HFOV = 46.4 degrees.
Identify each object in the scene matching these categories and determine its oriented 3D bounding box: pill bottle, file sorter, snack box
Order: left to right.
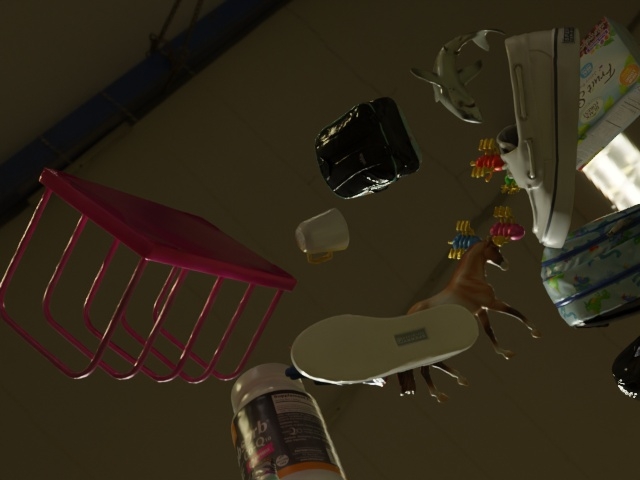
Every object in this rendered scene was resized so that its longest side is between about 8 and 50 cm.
[{"bbox_3d":[-0.214,0.063,0.936,0.290,0.202,0.182,20,-81,-59],"label":"file sorter"},{"bbox_3d":[-0.061,0.344,1.242,0.162,0.162,0.278,7,-151,-23],"label":"pill bottle"},{"bbox_3d":[0.481,-0.257,1.318,0.070,0.207,0.175,15,-136,-26],"label":"snack box"}]

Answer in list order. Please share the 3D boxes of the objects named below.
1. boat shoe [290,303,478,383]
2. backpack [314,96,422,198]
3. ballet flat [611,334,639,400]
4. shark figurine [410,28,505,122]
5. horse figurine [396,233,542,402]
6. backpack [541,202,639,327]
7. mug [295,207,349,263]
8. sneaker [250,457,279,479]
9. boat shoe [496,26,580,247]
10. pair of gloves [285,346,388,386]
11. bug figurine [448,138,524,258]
[{"bbox_3d":[0.059,0.102,0.717,0.184,0.063,0.066,-14,-114,-18],"label":"boat shoe"},{"bbox_3d":[0.088,-0.171,1.430,0.144,0.188,0.166,-23,-92,-51],"label":"backpack"},{"bbox_3d":[0.360,0.091,0.728,0.049,0.173,0.057,39,-163,-30],"label":"ballet flat"},{"bbox_3d":[0.271,-0.345,1.543,0.166,0.116,0.278,17,-123,4],"label":"shark figurine"},{"bbox_3d":[0.203,0.130,1.142,0.263,0.066,0.175,-36,-105,6],"label":"horse figurine"},{"bbox_3d":[0.637,0.044,1.534,0.273,0.355,0.290,49,-167,11],"label":"backpack"},{"bbox_3d":[0.001,-0.002,1.082,0.064,0.062,0.078,-16,-79,-23],"label":"mug"},{"bbox_3d":[-0.086,0.341,1.028,0.038,0.098,0.069,32,-159,-18],"label":"sneaker"},{"bbox_3d":[0.245,-0.108,0.850,0.088,0.268,0.096,1,-140,16],"label":"boat shoe"},{"bbox_3d":[0.029,0.186,1.098,0.159,0.198,0.023,6,-113,-2],"label":"pair of gloves"},{"bbox_3d":[0.378,-0.080,1.629,0.072,0.216,0.279,20,-94,-28],"label":"bug figurine"}]
